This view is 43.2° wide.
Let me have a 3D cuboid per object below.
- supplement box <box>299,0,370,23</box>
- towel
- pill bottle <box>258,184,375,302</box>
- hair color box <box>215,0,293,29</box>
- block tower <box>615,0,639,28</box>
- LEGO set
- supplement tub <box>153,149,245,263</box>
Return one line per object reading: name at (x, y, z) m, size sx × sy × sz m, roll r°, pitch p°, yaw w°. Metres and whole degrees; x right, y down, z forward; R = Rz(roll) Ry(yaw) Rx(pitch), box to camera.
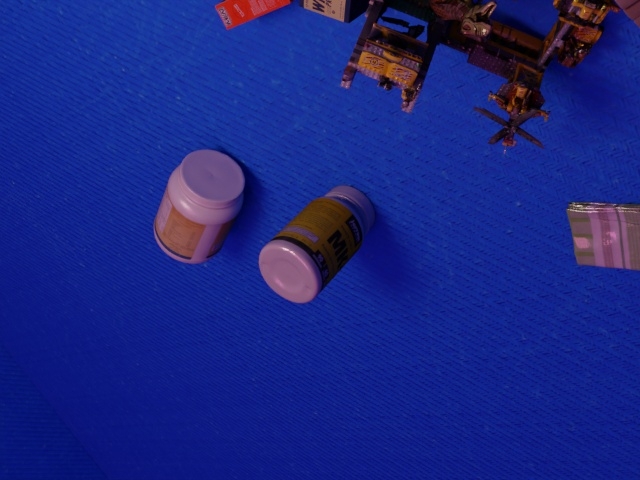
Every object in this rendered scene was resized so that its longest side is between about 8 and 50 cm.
supplement box at (0.027, -0.356, 1.135) m, size 0.083 × 0.083 × 0.056 m, roll 25°, pitch 135°, yaw 21°
towel at (0.434, -0.002, 1.157) m, size 0.152 × 0.023 × 0.113 m, roll 4°, pitch 125°, yaw 37°
pill bottle at (0.000, 0.000, 1.362) m, size 0.119 × 0.208 × 0.119 m, roll 22°, pitch 135°, yaw 24°
hair color box at (-0.085, -0.369, 1.223) m, size 0.141 × 0.072 × 0.043 m, roll -9°, pitch 118°, yaw 42°
block tower at (0.430, -0.204, 0.853) m, size 0.335 × 0.097 × 0.091 m, roll 36°, pitch 132°, yaw -26°
LEGO set at (0.173, -0.246, 0.957) m, size 0.331 × 0.192 × 0.255 m, roll 26°, pitch 150°, yaw -8°
supplement tub at (-0.230, -0.064, 1.540) m, size 0.144 × 0.144 × 0.200 m, roll 39°, pitch 139°, yaw 5°
